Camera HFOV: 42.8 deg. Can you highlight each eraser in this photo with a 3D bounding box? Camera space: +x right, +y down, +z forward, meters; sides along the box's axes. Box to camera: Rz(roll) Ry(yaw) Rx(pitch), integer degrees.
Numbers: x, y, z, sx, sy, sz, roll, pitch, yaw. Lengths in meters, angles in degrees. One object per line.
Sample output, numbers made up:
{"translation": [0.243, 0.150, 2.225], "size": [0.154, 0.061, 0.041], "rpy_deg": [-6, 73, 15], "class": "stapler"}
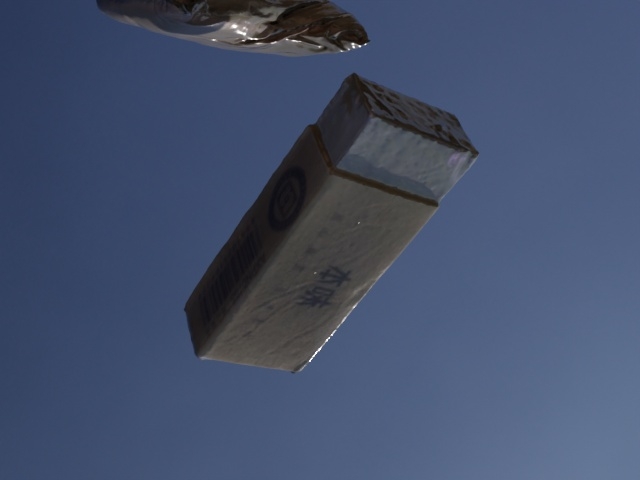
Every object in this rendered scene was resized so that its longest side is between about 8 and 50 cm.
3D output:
{"translation": [0.000, 0.000, 0.830], "size": [0.144, 0.343, 0.078], "rpy_deg": [14, -142, -33], "class": "eraser"}

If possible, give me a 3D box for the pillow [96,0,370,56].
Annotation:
{"translation": [-0.078, -0.218, 0.793], "size": [0.270, 0.173, 0.067], "rpy_deg": [-5, -72, -44], "class": "pillow"}
